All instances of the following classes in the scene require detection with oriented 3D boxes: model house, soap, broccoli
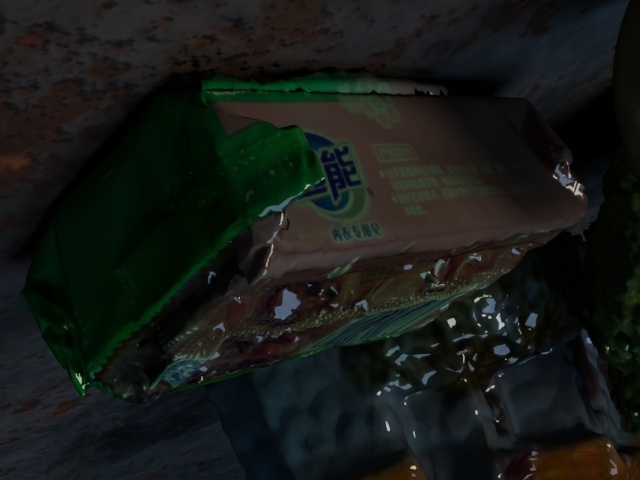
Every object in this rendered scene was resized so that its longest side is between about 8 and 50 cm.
[{"bbox_3d":[0.126,0.205,0.914,0.297,0.339,0.360,-24,164,19],"label":"model house"},{"bbox_3d":[0.001,0.002,0.598,0.273,0.098,0.218,-7,153,-48],"label":"soap"},{"bbox_3d":[0.288,0.019,0.807,0.186,0.254,0.302,10,170,26],"label":"broccoli"}]

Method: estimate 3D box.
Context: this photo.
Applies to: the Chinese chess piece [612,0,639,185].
[{"bbox_3d":[0.254,-0.079,0.535,0.237,0.238,0.092,-26,145,-6],"label":"Chinese chess piece"}]
